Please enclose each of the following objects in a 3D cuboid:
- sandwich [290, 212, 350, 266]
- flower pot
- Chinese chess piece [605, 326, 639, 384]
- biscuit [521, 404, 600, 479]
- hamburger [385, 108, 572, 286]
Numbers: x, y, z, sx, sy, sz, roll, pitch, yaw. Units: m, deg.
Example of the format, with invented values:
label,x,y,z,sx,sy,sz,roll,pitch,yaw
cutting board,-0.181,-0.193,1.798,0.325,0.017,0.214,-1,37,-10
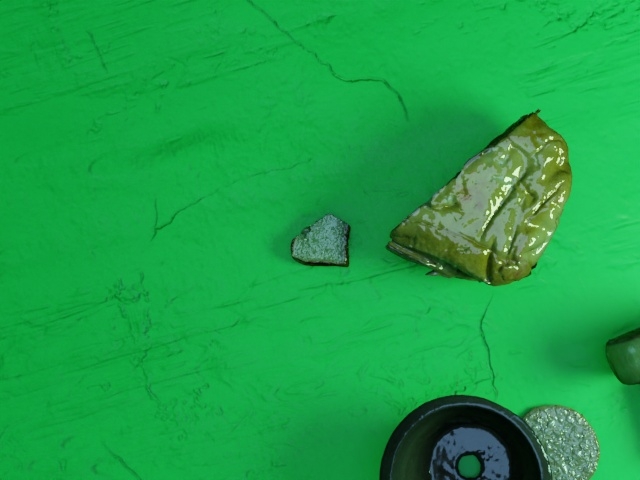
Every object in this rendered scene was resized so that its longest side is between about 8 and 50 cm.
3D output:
label,x,y,z,sx,sy,sz,roll,pitch,yaw
sandwich,0.000,0.000,1.879,0.104,0.036,0.093,-1,86,7
flower pot,0.233,0.374,1.757,0.269,0.166,0.269,0,88,9
Chinese chess piece,0.545,0.164,1.736,0.188,0.188,0.083,-22,84,3
biscuit,0.389,0.347,1.821,0.152,0.020,0.152,0,87,9
hamburger,0.285,-0.033,1.792,0.330,0.162,0.209,-40,85,-1
